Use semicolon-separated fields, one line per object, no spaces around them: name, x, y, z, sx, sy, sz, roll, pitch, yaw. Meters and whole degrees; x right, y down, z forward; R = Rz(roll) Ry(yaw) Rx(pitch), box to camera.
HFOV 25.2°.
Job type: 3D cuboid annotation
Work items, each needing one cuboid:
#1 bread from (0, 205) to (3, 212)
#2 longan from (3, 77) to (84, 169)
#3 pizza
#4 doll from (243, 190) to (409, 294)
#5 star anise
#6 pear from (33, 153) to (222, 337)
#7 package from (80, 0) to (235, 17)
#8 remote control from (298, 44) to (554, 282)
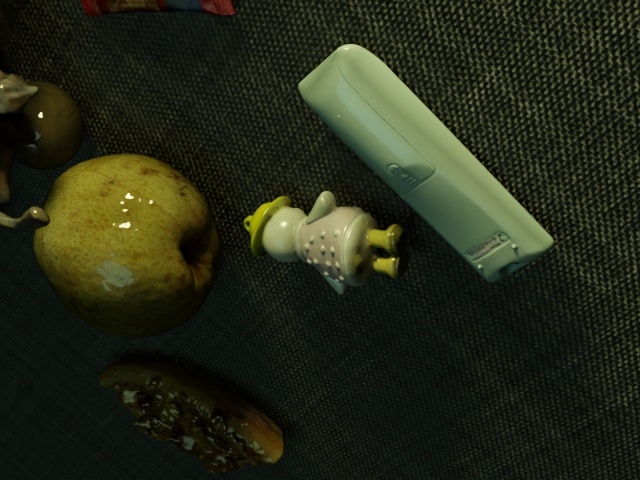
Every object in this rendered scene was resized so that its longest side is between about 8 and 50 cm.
bread;-0.580;-0.099;1.899;0.327;0.114;0.295;30;143;8
longan;-0.328;-0.138;1.677;0.106;0.106;0.119;99;151;-49
pizza;-0.180;0.246;1.963;0.305;0.085;0.161;18;140;26
doll;0.000;0.000;1.566;0.207;0.081;0.129;12;129;32
star anise;-0.403;-0.175;1.574;0.359;0.139;0.316;13;113;54
pear;-0.215;0.012;1.658;0.211;0.188;0.228;11;136;41
package;-0.179;-0.267;1.476;0.200;0.022;0.083;5;133;34
remote control;0.101;-0.070;1.437;0.293;0.051;0.103;43;142;-9
